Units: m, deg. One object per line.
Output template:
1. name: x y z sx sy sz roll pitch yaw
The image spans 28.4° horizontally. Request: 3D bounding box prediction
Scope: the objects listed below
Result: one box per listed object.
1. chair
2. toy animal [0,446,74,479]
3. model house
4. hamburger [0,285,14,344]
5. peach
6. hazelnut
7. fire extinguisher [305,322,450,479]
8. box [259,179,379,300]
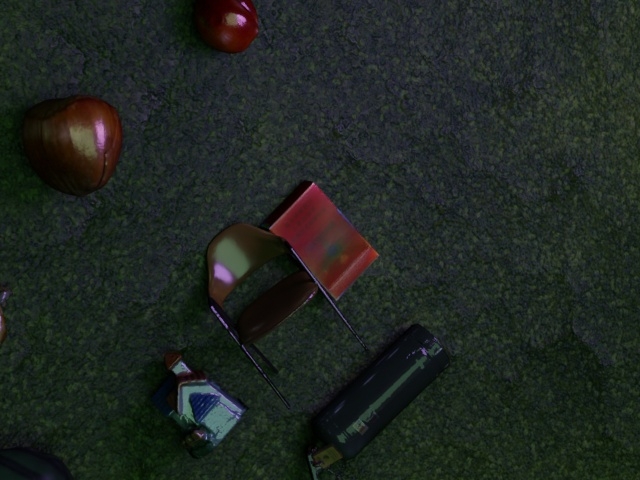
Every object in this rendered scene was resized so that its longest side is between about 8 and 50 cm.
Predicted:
1. chair: -0.071 0.103 1.989 0.158 0.172 0.247 -37 113 1
2. toy animal: -0.503 0.446 1.844 0.191 0.216 0.338 34 80 5
3. model house: -0.208 0.249 1.973 0.119 0.148 0.149 -45 97 -6
4. hamburger: -0.532 0.105 1.825 0.185 0.131 0.159 -21 96 -25
5. peach: -0.147 -0.340 1.938 0.100 0.101 0.101 -3 98 -22
6. hazelnut: -0.362 -0.140 1.844 0.150 0.150 0.150 -3 98 -22
7. fire extinguisher: 0.082 0.281 2.108 0.311 0.095 0.114 -41 101 -12
8. box: 0.000 0.000 2.064 0.112 0.048 0.175 -46 110 -11
